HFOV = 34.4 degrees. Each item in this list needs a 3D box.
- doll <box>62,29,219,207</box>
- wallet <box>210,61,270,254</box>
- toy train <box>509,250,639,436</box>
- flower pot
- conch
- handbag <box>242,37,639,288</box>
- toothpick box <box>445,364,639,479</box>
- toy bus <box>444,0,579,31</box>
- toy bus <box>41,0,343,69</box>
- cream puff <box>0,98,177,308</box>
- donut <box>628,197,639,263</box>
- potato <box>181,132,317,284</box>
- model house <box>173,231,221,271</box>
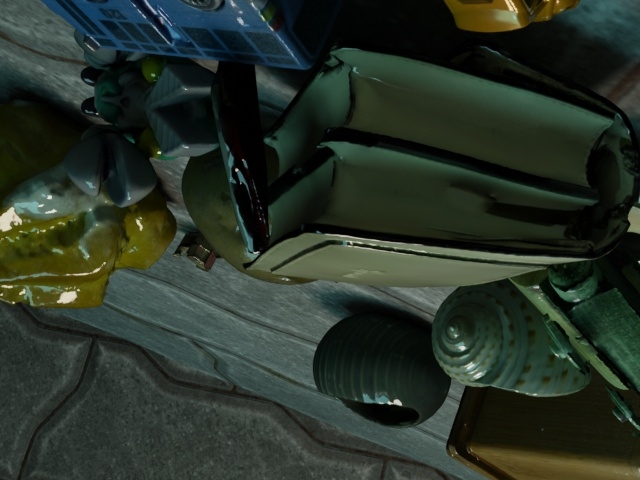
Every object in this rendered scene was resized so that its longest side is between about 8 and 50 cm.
[{"bbox_3d":[-0.193,-0.124,1.035,0.153,0.195,0.258,-9,170,-31],"label":"doll"},{"bbox_3d":[-0.066,-0.099,0.866,0.031,0.137,0.255,-8,-156,-1],"label":"wallet"},{"bbox_3d":[0.302,0.073,1.055,0.307,0.126,0.190,40,-158,-41],"label":"toy train"},{"bbox_3d":[0.097,0.204,1.646,0.243,0.157,0.189,7,154,48],"label":"flower pot"},{"bbox_3d":[0.229,0.104,1.218,0.200,0.131,0.172,-11,-169,-41],"label":"conch"},{"bbox_3d":[0.079,-0.042,0.873,0.236,0.160,0.358,12,172,-10],"label":"handbag"},{"bbox_3d":[0.359,0.251,1.396,0.190,0.188,0.308,36,156,-28],"label":"toothpick box"},{"bbox_3d":[0.099,-0.182,0.629,0.069,0.074,0.162,9,155,40],"label":"toy bus"},{"bbox_3d":[-0.105,-0.205,0.778,0.234,0.116,0.133,12,162,32],"label":"toy bus"},{"bbox_3d":[-0.415,-0.025,1.487,0.378,0.276,0.378,21,165,6],"label":"cream puff"},{"bbox_3d":[0.295,-0.019,0.859,0.166,0.065,0.108,38,160,-32],"label":"donut"},{"bbox_3d":[-0.062,-0.039,1.160,0.235,0.160,0.178,29,135,34],"label":"potato"},{"bbox_3d":[-0.192,0.022,1.682,0.058,0.057,0.083,39,157,-26],"label":"model house"}]
